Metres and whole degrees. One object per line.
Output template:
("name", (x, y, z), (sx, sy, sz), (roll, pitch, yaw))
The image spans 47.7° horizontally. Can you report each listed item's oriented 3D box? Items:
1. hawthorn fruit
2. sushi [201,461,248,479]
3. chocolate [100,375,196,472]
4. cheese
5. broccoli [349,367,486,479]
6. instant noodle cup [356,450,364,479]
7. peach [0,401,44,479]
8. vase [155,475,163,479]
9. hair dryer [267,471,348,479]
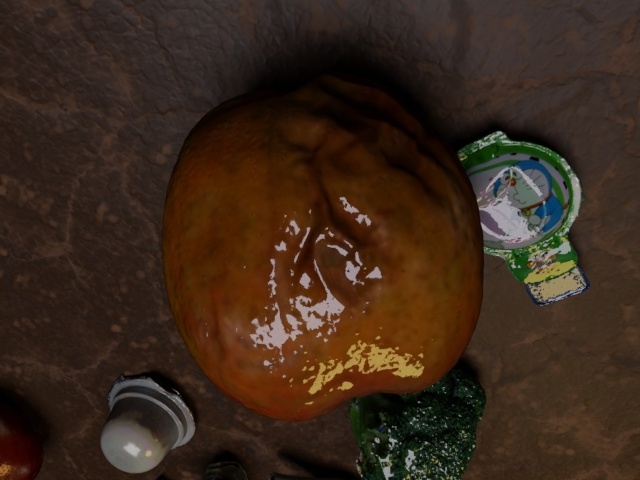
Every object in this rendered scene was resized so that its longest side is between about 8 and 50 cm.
("hawthorn fruit", (0.000, 0.000, 0.986), (0.472, 0.471, 0.471), (5, 123, 7))
("sushi", (-0.187, 0.583, 1.596), (0.134, 0.109, 0.273), (-21, 131, 17))
("chocolate", (-0.363, 0.388, 1.465), (0.222, 0.147, 0.221), (4, 119, 8))
("cheese", (0.312, -0.026, 1.110), (0.204, 0.083, 0.320), (-24, 115, 24))
("broccoli", (0.165, 0.348, 1.312), (0.265, 0.245, 0.294), (22, 109, -50))
("instant noodle cup", (0.152, 0.528, 1.420), (0.193, 0.212, 0.193), (5, 124, 8))
("peach", (-0.711, 0.451, 1.537), (0.244, 0.199, 0.243), (-1, 120, -1))
("vase", (-0.307, 0.598, 1.641), (0.167, 0.059, 0.059), (33, 122, -11))
("hair dryer", (-0.051, 0.569, 1.548), (0.229, 0.092, 0.267), (35, 126, -29))
